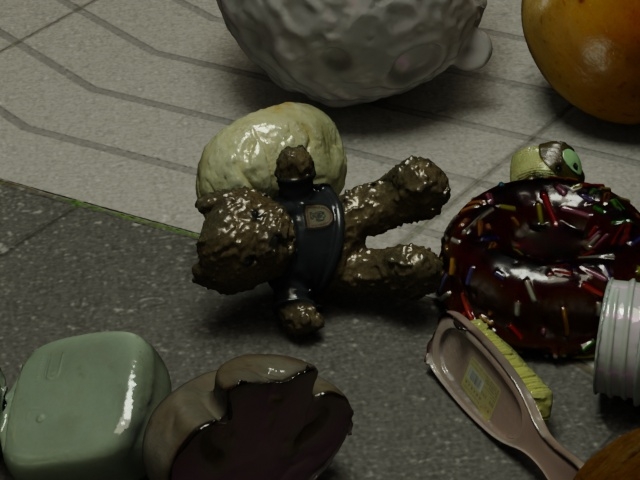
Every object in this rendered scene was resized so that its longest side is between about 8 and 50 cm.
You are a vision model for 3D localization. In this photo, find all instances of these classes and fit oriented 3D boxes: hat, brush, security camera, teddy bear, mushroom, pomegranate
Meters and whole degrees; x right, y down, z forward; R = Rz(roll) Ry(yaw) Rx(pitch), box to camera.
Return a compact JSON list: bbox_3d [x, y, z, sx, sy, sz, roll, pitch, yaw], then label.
[{"bbox_3d":[0.238,-0.059,1.791,0.076,0.077,0.059,-7,53,21],"label":"hat"},{"bbox_3d":[0.195,0.161,1.490,0.067,0.072,0.313,-5,33,-28],"label":"brush"},{"bbox_3d":[-0.279,0.160,1.512,0.301,0.080,0.157,-6,49,14],"label":"security camera"},{"bbox_3d":[-0.001,0.004,1.660,0.251,0.129,0.182,1,78,-10],"label":"teddy bear"},{"bbox_3d":[-0.075,0.161,1.437,0.188,0.141,0.117,-12,22,-41],"label":"mushroom"},{"bbox_3d":[0.350,-0.266,1.919,0.264,0.264,0.264,-2,35,1],"label":"pomegranate"}]

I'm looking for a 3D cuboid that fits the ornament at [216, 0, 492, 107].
[{"bbox_3d":[0.026,-0.320,1.964,0.337,0.337,0.337,-2,35,1],"label":"ornament"}]

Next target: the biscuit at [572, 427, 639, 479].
[{"bbox_3d":[0.240,0.237,1.212,0.394,0.070,0.350,-35,11,16],"label":"biscuit"}]

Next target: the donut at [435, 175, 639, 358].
[{"bbox_3d":[0.224,0.018,1.670,0.235,0.089,0.235,-1,37,1],"label":"donut"}]

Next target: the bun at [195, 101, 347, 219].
[{"bbox_3d":[-0.047,-0.062,1.746,0.164,0.188,0.111,-34,72,6],"label":"bun"}]

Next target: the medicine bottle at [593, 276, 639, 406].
[{"bbox_3d":[0.408,0.106,1.500,0.324,0.124,0.179,8,47,12],"label":"medicine bottle"}]
